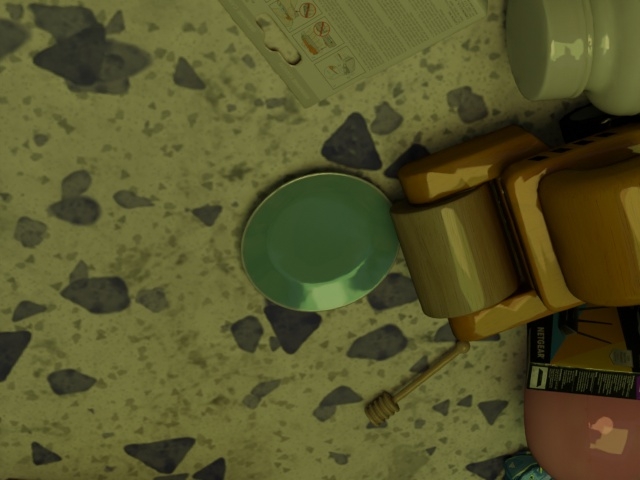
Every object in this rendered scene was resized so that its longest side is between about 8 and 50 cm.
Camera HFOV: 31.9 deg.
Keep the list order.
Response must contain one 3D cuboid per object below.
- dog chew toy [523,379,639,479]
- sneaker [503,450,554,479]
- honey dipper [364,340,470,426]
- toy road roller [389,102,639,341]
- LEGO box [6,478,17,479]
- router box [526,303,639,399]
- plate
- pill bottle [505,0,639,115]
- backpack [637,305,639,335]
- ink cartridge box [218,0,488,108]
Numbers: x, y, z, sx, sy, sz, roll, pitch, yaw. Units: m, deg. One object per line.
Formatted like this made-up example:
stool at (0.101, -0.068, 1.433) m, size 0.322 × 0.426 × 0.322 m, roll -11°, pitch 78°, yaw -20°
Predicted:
dog chew toy at (0.420, 0.208, 1.357) m, size 0.331 × 0.207 × 0.207 m, roll -1°, pitch 126°, yaw 22°
sneaker at (0.328, 0.313, 1.515) m, size 0.126 × 0.091 × 0.240 m, roll 25°, pitch 114°, yaw -23°
honey dipper at (0.125, 0.178, 1.427) m, size 0.160 × 0.030 × 0.030 m, roll -40°, pitch 121°, yaw 11°
toy road roller at (0.252, -0.014, 1.187) m, size 0.329 × 0.240 × 0.203 m, roll -19°, pitch 103°, yaw 3°
LEGO box at (-0.276, 0.591, 1.450) m, size 0.372 × 0.193 × 0.500 m, roll 13°, pitch 117°, yaw -4°
router box at (0.309, 0.106, 1.313) m, size 0.133 × 0.179 × 0.046 m, roll 5°, pitch 126°, yaw 7°
plate at (0.000, 0.000, 1.294) m, size 0.188 × 0.024 × 0.188 m, roll -5°, pitch 122°, yaw -8°
pill bottle at (0.361, -0.220, 1.143) m, size 0.318 × 0.176 × 0.176 m, roll -7°, pitch 122°, yaw -8°
backpack at (0.418, 0.086, 1.229) m, size 0.152 × 0.182 × 0.115 m, roll -20°, pitch 103°, yaw 30°
ink cartridge box at (0.030, -0.255, 1.140) m, size 0.224 × 0.056 × 0.181 m, roll -24°, pitch 125°, yaw 26°
